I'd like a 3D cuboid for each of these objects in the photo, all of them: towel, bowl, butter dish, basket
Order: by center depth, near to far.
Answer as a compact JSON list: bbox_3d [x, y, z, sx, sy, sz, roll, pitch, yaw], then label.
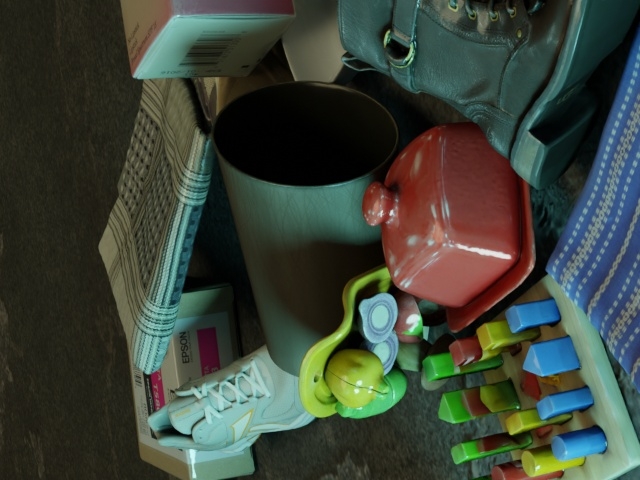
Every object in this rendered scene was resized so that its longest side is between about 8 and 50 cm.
[{"bbox_3d":[0.244,0.014,0.963,0.336,0.040,0.243,-118,35,-52],"label":"towel"},{"bbox_3d":[0.090,-0.024,1.231,0.160,0.118,0.160,131,141,-60],"label":"butter dish"},{"bbox_3d":[0.000,0.000,1.396,0.204,0.154,0.227,46,151,53],"label":"basket"},{"bbox_3d":[0.012,-0.212,1.438,0.142,0.053,0.142,132,125,-60],"label":"bowl"},{"bbox_3d":[-0.192,-0.062,1.792,0.324,0.056,0.312,-112,34,-57],"label":"towel"}]

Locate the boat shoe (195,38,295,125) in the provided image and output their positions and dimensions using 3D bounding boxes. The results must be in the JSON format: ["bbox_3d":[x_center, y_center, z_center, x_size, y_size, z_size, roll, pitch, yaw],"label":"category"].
[{"bbox_3d":[-0.075,-0.154,1.601,0.092,0.102,0.285,112,141,-64],"label":"boat shoe"}]

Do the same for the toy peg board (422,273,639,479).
[{"bbox_3d":[0.155,0.127,1.217,0.160,0.079,0.161,-50,54,59],"label":"toy peg board"}]

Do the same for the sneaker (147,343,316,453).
[{"bbox_3d":[-0.095,0.177,1.694,0.262,0.121,0.099,-41,61,47],"label":"sneaker"}]

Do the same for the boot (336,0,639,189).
[{"bbox_3d":[0.105,-0.175,1.111,0.229,0.091,0.263,40,141,22],"label":"boot"}]

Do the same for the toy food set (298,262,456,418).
[{"bbox_3d":[0.070,0.086,1.304,0.071,0.218,0.128,23,116,27],"label":"toy food set"}]

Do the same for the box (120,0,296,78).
[{"bbox_3d":[-0.121,-0.288,1.493,0.148,0.126,0.232,139,123,-62],"label":"box"}]

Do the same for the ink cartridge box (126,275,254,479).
[{"bbox_3d":[-0.167,0.167,1.916,0.193,0.088,0.235,-177,80,-66],"label":"ink cartridge box"}]

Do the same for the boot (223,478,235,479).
[{"bbox_3d":[-0.141,0.331,1.976,0.114,0.037,0.106,-3,83,62],"label":"boot"}]
